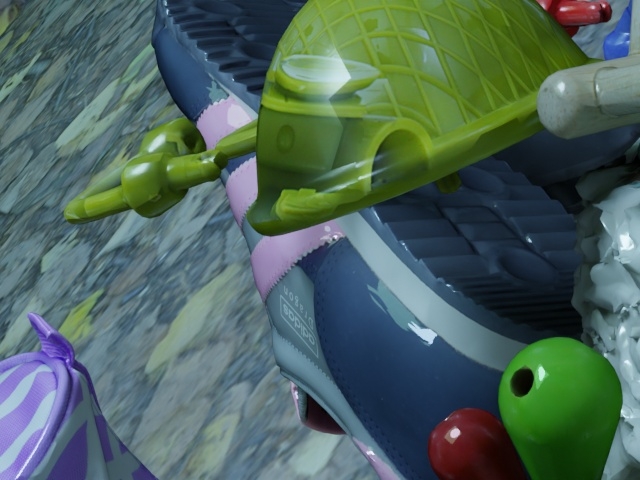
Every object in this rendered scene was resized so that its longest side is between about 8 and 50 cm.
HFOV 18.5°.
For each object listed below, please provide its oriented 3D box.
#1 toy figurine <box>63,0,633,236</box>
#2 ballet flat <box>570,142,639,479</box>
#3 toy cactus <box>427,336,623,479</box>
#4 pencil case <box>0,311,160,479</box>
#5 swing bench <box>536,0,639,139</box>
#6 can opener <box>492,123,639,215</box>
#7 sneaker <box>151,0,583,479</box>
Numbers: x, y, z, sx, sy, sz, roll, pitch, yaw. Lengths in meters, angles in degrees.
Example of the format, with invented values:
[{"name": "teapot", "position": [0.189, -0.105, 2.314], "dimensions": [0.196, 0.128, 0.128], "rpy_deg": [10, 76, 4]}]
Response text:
[{"name": "toy figurine", "position": [0.066, -0.156, 0.651], "dimensions": [0.362, 0.217, 0.191], "rpy_deg": [-25, 20, -39]}, {"name": "ballet flat", "position": [0.160, 0.071, 0.440], "dimensions": [0.147, 0.147, 0.409], "rpy_deg": [-47, 16, 1]}, {"name": "toy cactus", "position": [0.057, 0.138, 0.484], "dimensions": [0.112, 0.219, 0.180], "rpy_deg": [-14, -7, 10]}, {"name": "pencil case", "position": [-0.050, 0.122, 0.641], "dimensions": [0.088, 0.206, 0.086], "rpy_deg": [-47, 32, -6]}, {"name": "swing bench", "position": [0.227, -0.099, 0.465], "dimensions": [0.253, 0.255, 0.165], "rpy_deg": [177, 99, -65]}, {"name": "can opener", "position": [0.058, -0.044, 0.883], "dimensions": [0.283, 0.095, 0.076], "rpy_deg": [0, 49, 57]}, {"name": "sneaker", "position": [0.000, 0.000, 0.778], "dimensions": [0.319, 0.112, 0.131], "rpy_deg": [-125, 44, -53]}]
